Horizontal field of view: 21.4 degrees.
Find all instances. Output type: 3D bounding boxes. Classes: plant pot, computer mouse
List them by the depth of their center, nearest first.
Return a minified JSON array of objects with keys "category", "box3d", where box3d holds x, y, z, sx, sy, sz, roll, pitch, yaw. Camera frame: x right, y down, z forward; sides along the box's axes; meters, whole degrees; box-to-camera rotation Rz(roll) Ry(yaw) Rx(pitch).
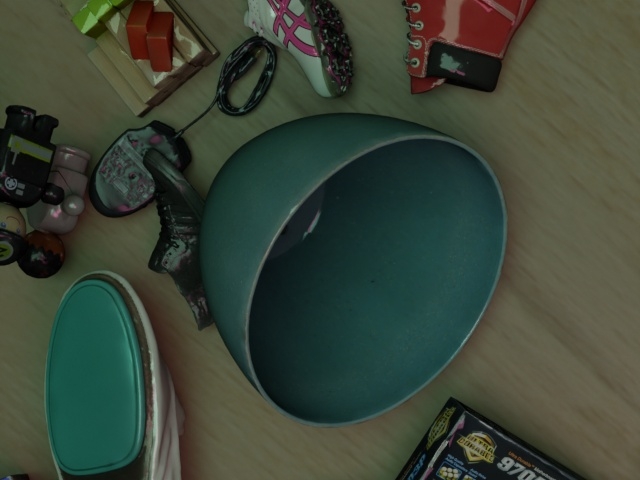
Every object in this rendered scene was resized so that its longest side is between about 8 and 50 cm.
[{"category":"plant pot","box3d":[0.000,0.000,1.568,0.195,0.290,0.290,36,96,44]},{"category":"computer mouse","box3d":[-0.136,-0.114,1.691,0.242,0.041,0.071,-41,98,-1]}]

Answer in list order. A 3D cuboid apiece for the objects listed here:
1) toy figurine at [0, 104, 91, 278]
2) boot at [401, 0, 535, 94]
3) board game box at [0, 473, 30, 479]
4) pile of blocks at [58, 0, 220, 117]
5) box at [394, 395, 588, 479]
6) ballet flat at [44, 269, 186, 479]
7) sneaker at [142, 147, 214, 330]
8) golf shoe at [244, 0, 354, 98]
[{"category":"toy figurine","box3d":[-0.338,-0.047,1.632,0.213,0.209,0.148,12,79,9]},{"category":"boot","box3d":[0.079,-0.243,1.632,0.244,0.088,0.176,25,95,5]},{"category":"board game box","box3d":[-0.385,0.386,1.634,0.291,0.141,0.232,-22,84,-6]},{"category":"pile of blocks","box3d":[-0.214,-0.306,1.667,0.149,0.112,0.362,-15,86,9]},{"category":"box","box3d":[0.167,0.275,1.581,0.220,0.051,0.175,32,94,-15]},{"category":"ballet flat","box3d":[-0.182,0.231,1.644,0.139,0.139,0.400,-9,82,9]},{"category":"sneaker","box3d":[-0.139,-0.002,1.662,0.089,0.051,0.170,-41,108,-3]},{"category":"golf shoe","box3d":[-0.029,-0.216,1.663,0.086,0.067,0.186,-28,78,24]}]
